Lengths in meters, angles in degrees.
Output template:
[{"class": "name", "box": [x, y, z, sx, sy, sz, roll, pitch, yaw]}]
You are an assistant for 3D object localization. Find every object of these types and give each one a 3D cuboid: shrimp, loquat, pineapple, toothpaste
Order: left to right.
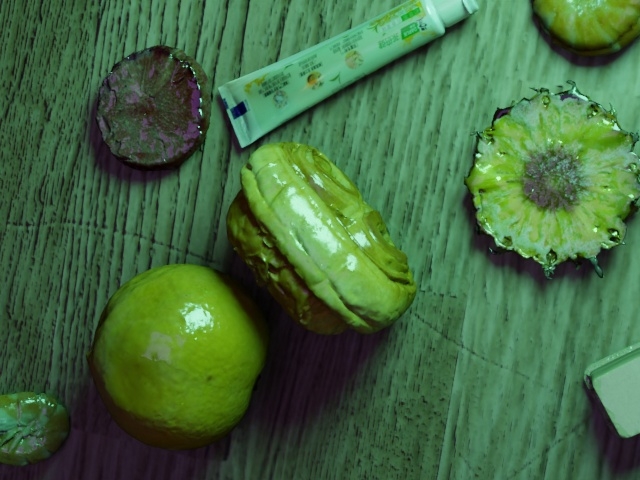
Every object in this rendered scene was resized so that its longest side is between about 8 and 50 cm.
[{"class": "shrimp", "box": [-0.401, 0.228, 1.346, 0.184, 0.043, 0.091, 6, 84, -13]}, {"class": "loquat", "box": [-0.155, 0.129, 1.230, 0.208, 0.208, 0.208, 0, 92, 15]}, {"class": "toothpaste", "box": [0.029, -0.205, 1.247, 0.314, 0.058, 0.056, -24, 129, 18]}, {"class": "pineapple", "box": [0.257, -0.062, 1.196, 0.221, 0.047, 0.221, 1, 93, 18]}, {"class": "shrimp", "box": [0.320, -0.312, 1.161, 0.150, 0.068, 0.248, 41, 106, 15]}]

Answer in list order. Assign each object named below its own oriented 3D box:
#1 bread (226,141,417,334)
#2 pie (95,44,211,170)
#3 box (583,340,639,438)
[{"class": "bread", "box": [-0.001, 0.001, 1.184, 0.120, 0.198, 0.236, -41, 82, 18]}, {"class": "pie", "box": [-0.197, -0.156, 1.314, 0.154, 0.036, 0.154, 0, 92, 15]}, {"class": "box", "box": [0.349, 0.154, 1.166, 0.122, 0.062, 0.089, -28, 85, 13]}]
